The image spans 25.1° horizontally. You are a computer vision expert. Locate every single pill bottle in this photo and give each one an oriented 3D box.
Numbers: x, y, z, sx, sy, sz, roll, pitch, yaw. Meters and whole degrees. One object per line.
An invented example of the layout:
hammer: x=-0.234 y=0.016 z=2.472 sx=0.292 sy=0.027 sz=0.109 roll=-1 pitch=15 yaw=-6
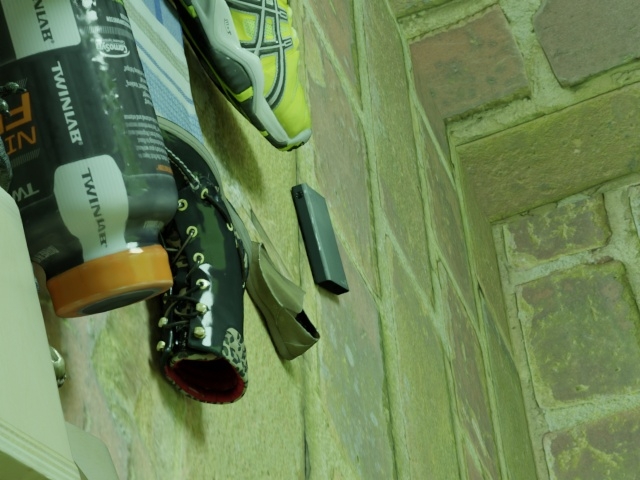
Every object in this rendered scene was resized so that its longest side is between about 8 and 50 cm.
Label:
pill bottle: x=-0.179 y=-0.070 z=1.035 sx=0.130 sy=0.130 sz=0.246 roll=14 pitch=58 yaw=-74

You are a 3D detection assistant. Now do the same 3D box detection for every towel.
towel: x=-0.177 y=-0.167 z=1.386 sx=0.209 sy=0.034 sz=0.285 roll=48 pitch=25 yaw=-53

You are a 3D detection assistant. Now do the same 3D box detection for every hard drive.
hard drive: x=0.000 y=0.000 z=1.881 sx=0.094 sy=0.022 sz=0.135 roll=33 pitch=40 yaw=-69

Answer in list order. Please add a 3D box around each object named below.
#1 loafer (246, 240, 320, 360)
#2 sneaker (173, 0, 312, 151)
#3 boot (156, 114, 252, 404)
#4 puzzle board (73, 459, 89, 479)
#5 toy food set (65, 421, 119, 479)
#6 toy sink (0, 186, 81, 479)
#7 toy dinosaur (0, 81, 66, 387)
loafer: x=-0.043 y=0.060 z=1.571 sx=0.056 sy=0.050 sz=0.148 roll=-81 pitch=149 yaw=-63
sneaker: x=-0.079 y=-0.258 z=1.576 sx=0.145 sy=0.147 sz=0.385 roll=45 pitch=-14 yaw=50
boot: x=-0.121 y=0.017 z=1.250 sx=0.236 sy=0.085 sz=0.178 roll=58 pitch=21 yaw=-46
puzzle board: x=-0.143 y=0.163 z=0.797 sx=0.096 sy=0.011 sz=0.128 roll=59 pitch=9 yaw=-24
toy food set: x=-0.176 y=0.206 z=0.818 sx=0.220 sy=0.092 sz=0.306 roll=65 pitch=8 yaw=26
toy sink: x=-0.205 y=0.080 z=0.627 sx=0.131 sy=0.153 sz=0.234 roll=51 pitch=16 yaw=-56
toy dinosaur: x=-0.222 y=-0.034 z=0.920 sx=0.118 sy=0.064 sz=0.268 roll=-41 pitch=-115 yaw=58
